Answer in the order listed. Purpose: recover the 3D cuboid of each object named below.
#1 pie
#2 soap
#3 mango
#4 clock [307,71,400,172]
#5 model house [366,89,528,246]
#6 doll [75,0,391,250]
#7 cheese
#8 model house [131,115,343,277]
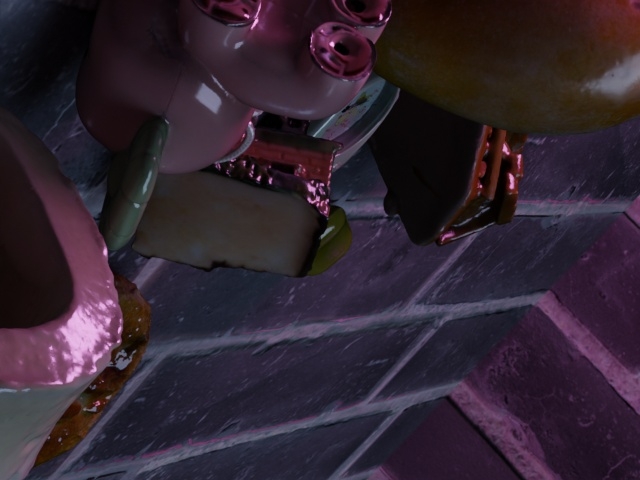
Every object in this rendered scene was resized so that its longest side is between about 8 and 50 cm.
[{"bbox_3d":[-0.302,0.154,2.142,0.315,0.092,0.315,-38,161,-15],"label":"pie"},{"bbox_3d":[-0.001,-0.001,2.519,0.089,0.045,0.140,-44,163,-7],"label":"soap"},{"bbox_3d":[0.210,-0.210,2.042,0.383,0.221,0.199,1,120,-5],"label":"mango"},{"bbox_3d":[0.021,-0.150,2.170,0.191,0.062,0.151,-49,162,17],"label":"clock"},{"bbox_3d":[0.183,-0.122,2.403,0.219,0.199,0.229,-38,164,30],"label":"model house"},{"bbox_3d":[-0.095,-0.134,1.666,0.268,0.216,0.284,-54,-168,49],"label":"doll"},{"bbox_3d":[-0.308,0.021,1.435,0.292,0.332,0.153,11,129,-37],"label":"cheese"},{"bbox_3d":[-0.075,-0.076,1.959,0.166,0.182,0.172,112,-8,-51],"label":"model house"}]
